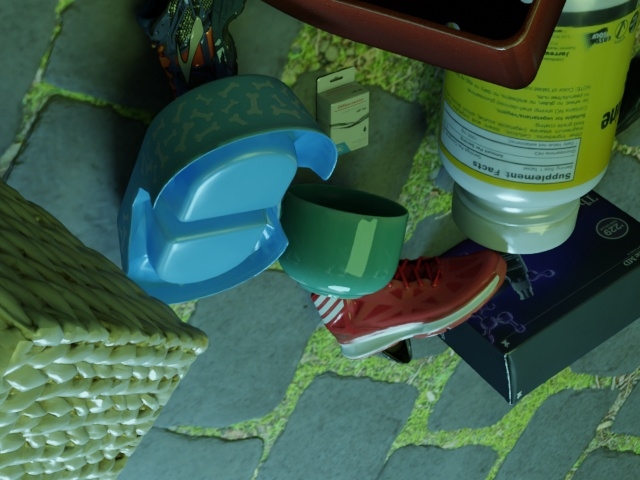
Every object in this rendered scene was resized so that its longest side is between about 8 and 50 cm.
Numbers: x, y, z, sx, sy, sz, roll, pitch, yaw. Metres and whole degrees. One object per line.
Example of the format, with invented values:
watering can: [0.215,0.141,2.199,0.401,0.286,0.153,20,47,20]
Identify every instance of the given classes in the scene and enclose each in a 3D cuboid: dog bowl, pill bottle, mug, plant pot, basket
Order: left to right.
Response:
basket: [-0.310,0.080,0.787,0.266,0.331,0.328,-55,165,2]
dog bowl: [-0.097,-0.042,1.030,0.166,0.074,0.297,-11,154,-27]
mug: [0.008,0.000,1.192,0.129,0.158,0.097,-13,117,-58]
plant pot: [0.103,-0.265,0.936,0.267,0.267,0.236,-67,159,-6]
pill bottle: [0.222,-0.158,1.193,0.188,0.188,0.334,-21,134,-25]

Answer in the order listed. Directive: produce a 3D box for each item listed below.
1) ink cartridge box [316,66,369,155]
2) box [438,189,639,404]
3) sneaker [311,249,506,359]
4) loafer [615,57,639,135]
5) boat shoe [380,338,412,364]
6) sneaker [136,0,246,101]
ink cartridge box: [0.023,-0.132,1.171,0.048,0.028,0.083,-23,134,-24]
box: [0.276,0.055,1.411,0.261,0.184,0.103,-31,137,-17]
sneaker: [0.086,0.043,1.264,0.221,0.087,0.128,-30,114,18]
loafer: [0.362,-0.151,1.412,0.170,0.062,0.061,-38,143,-7]
boat shoe: [0.076,0.102,1.386,0.056,0.049,0.152,-43,138,0]
sneaker: [-0.119,-0.179,0.992,0.087,0.083,0.221,-2,122,-19]
